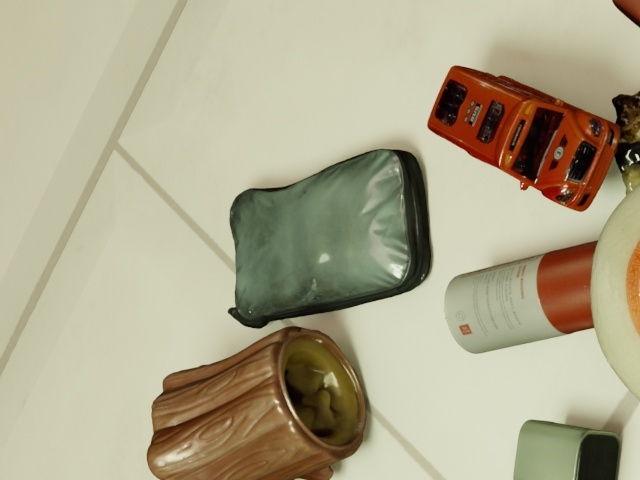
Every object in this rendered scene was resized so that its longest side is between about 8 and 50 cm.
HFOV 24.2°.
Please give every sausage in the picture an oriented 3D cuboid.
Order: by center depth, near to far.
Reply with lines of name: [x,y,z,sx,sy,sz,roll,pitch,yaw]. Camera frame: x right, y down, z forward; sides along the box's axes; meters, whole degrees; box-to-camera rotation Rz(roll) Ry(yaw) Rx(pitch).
sausage: [0.364,-0.267,1.657,0.054,0.059,0.094,-45,48,7]

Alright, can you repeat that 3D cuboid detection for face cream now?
face cream: [0.251,0.063,1.675,0.214,0.096,0.095,-16,71,41]

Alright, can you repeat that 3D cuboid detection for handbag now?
handbag: [-0.002,0.000,1.954,0.332,0.075,0.191,-15,75,38]

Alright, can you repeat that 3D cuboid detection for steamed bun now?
steamed bun: [0.394,0.049,1.433,0.283,0.177,0.283,-2,84,20]

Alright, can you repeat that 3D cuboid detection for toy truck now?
toy truck: [0.226,-0.121,1.690,0.107,0.114,0.253,-67,28,9]

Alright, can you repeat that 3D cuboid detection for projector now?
projector: [0.269,0.243,1.630,0.082,0.083,0.083,4,85,45]

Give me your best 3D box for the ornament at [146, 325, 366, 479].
ornament: [-0.072,0.231,1.892,0.218,0.235,0.221,-29,88,34]

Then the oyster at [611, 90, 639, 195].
oyster: [0.375,-0.014,1.595,0.129,0.079,0.345,-38,60,43]
